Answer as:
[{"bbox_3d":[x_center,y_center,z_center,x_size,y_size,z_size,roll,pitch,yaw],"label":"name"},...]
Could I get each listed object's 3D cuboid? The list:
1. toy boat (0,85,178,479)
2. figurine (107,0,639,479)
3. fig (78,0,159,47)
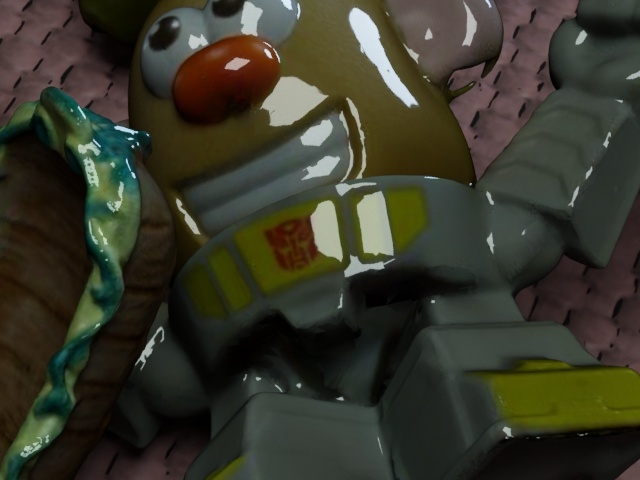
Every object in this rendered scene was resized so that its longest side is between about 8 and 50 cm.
[{"bbox_3d":[-0.147,0.080,0.685,0.108,0.099,0.293,35,93,44],"label":"toy boat"},{"bbox_3d":[-0.001,0.001,0.756,0.343,0.167,0.285,-10,59,-7],"label":"figurine"},{"bbox_3d":[-0.031,-0.186,0.893,0.203,0.203,0.225,43,101,22],"label":"fig"}]
